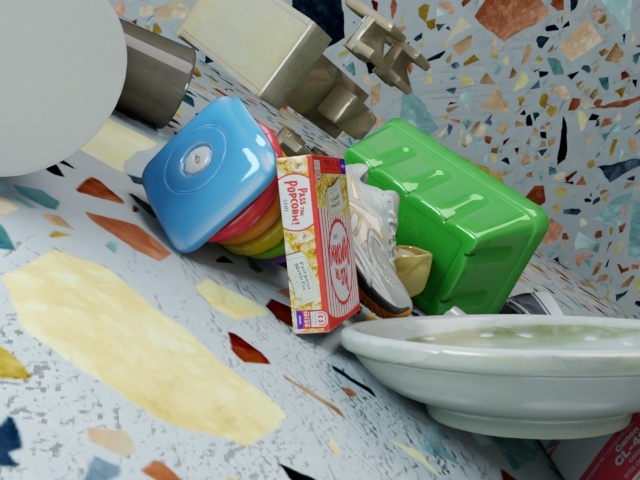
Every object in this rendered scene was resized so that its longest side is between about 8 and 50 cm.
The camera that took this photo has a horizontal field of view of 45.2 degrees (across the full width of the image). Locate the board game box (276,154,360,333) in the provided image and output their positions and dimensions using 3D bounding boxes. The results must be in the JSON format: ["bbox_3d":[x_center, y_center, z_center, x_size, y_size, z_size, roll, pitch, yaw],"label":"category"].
[{"bbox_3d":[0.000,0.000,0.896,0.045,0.193,0.147,-5,4,16],"label":"board game box"}]

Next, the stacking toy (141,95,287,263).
[{"bbox_3d":[-0.065,-0.029,0.990,0.302,0.166,0.175,41,12,-47],"label":"stacking toy"}]

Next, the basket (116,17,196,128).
[{"bbox_3d":[-0.351,-0.308,1.315,0.227,0.154,0.204,22,8,-24],"label":"basket"}]

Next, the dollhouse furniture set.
[{"bbox_3d":[-0.049,-0.328,1.496,0.256,0.362,0.394,42,9,29],"label":"dollhouse furniture set"}]

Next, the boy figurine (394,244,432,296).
[{"bbox_3d":[0.043,-0.002,1.208,0.285,0.092,0.177,29,12,5],"label":"boy figurine"}]

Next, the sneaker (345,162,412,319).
[{"bbox_3d":[0.073,-0.013,1.059,0.262,0.121,0.099,60,-9,29],"label":"sneaker"}]

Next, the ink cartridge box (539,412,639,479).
[{"bbox_3d":[0.399,0.264,0.951,0.226,0.131,0.306,29,14,-12],"label":"ink cartridge box"}]

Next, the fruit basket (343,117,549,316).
[{"bbox_3d":[0.223,-0.027,1.416,0.392,0.282,0.392,17,28,-10],"label":"fruit basket"}]

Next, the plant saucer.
[{"bbox_3d":[0.221,0.142,0.832,0.401,0.100,0.400,0,-1,0],"label":"plant saucer"}]

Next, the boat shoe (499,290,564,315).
[{"bbox_3d":[0.384,0.192,1.283,0.102,0.108,0.301,-4,37,-12],"label":"boat shoe"}]

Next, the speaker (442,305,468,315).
[{"bbox_3d":[0.237,0.158,1.140,0.136,0.055,0.055,38,14,27],"label":"speaker"}]

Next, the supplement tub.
[{"bbox_3d":[-0.363,-0.231,0.759,0.331,0.241,0.241,40,15,34],"label":"supplement tub"}]
